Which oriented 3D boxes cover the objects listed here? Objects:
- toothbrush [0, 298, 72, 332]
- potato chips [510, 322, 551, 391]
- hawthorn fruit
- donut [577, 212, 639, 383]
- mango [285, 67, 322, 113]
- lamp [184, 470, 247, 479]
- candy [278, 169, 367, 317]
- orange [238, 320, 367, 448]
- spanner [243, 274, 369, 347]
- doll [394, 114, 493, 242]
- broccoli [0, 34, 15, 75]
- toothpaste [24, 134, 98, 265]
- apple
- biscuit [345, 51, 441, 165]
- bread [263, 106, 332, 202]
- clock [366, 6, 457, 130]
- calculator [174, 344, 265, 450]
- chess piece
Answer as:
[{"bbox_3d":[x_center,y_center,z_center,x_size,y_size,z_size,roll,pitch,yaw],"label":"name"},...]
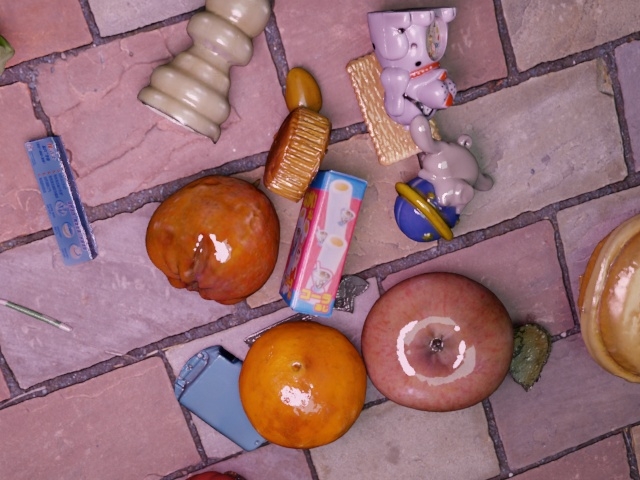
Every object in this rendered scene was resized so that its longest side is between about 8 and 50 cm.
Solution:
[{"bbox_3d":[-0.669,0.146,1.362,0.257,0.018,0.024,27,89,-13],"label":"toothbrush"},{"bbox_3d":[0.485,0.298,1.554,0.220,0.029,0.202,-2,113,-24],"label":"potato chips"},{"bbox_3d":[-0.202,-0.023,1.292,0.277,0.277,0.298,36,66,-14],"label":"hawthorn fruit"},{"bbox_3d":[0.830,0.139,1.515,0.449,0.198,0.449,-2,101,-10],"label":"donut"},{"bbox_3d":[-0.039,-0.319,1.351,0.080,0.060,0.114,-25,100,-7],"label":"mango"},{"bbox_3d":[-0.238,0.637,1.441,0.227,0.227,0.227,-2,101,-9],"label":"lamp"},{"bbox_3d":[0.001,0.000,1.361,0.100,0.157,0.306,13,93,-14],"label":"candy"},{"bbox_3d":[-0.039,0.310,1.359,0.284,0.226,0.284,0,62,0],"label":"orange"},{"bbox_3d":[-0.031,0.174,1.469,0.325,0.026,0.093,-25,103,-3],"label":"spanner"},{"bbox_3d":[0.253,-0.121,1.350,0.242,0.159,0.311,-35,131,9],"label":"doll"},{"bbox_3d":[-0.710,-0.356,1.132,0.245,0.294,0.265,22,138,0],"label":"broccoli"},{"bbox_3d":[-0.547,-0.084,1.321,0.066,0.053,0.272,-14,104,-2],"label":"toothpaste"},{"bbox_3d":[0.260,0.231,1.385,0.345,0.269,0.345,1,102,7],"label":"apple"},{"bbox_3d":[0.166,-0.308,1.403,0.160,0.030,0.250,-23,104,-4],"label":"biscuit"},{"bbox_3d":[-0.055,-0.183,1.306,0.104,0.199,0.199,21,97,-12],"label":"bread"},{"bbox_3d":[0.192,-0.357,1.303,0.189,0.189,0.254,-9,108,-7],"label":"clock"},{"bbox_3d":[-0.202,0.374,1.467,0.293,0.051,0.173,41,91,-15],"label":"calculator"},{"bbox_3d":[-0.216,-0.382,1.263,0.182,0.182,0.330,29,90,-13],"label":"chess piece"}]
